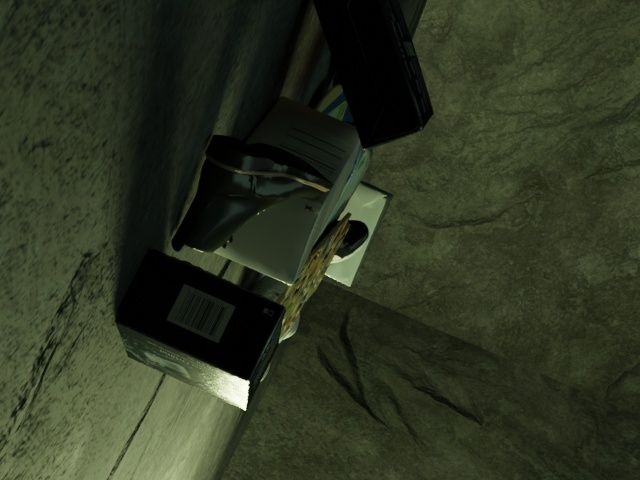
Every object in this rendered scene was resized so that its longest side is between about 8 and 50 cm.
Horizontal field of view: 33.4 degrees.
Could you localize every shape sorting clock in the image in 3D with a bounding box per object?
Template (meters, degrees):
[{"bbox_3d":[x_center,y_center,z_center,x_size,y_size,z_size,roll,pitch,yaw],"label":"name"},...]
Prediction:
[{"bbox_3d":[-0.010,-0.192,1.941,0.206,0.040,0.206,-54,166,-21],"label":"shape sorting clock"}]

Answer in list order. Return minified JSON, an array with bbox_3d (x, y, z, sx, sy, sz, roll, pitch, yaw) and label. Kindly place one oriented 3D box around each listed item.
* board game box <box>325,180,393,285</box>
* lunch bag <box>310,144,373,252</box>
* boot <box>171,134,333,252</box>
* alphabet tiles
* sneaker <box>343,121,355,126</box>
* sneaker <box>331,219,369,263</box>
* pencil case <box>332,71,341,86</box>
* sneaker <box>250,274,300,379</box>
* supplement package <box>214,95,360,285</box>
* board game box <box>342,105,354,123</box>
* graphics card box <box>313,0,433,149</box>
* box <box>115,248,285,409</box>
[{"bbox_3d":[0.083,-0.024,2.516,0.303,0.097,0.224,-18,132,-83],"label":"board game box"},{"bbox_3d":[-0.016,-0.071,1.846,0.279,0.107,0.224,-59,174,5],"label":"lunch bag"},{"bbox_3d":[-0.083,-0.042,1.255,0.197,0.077,0.137,12,110,-47],"label":"boot"},{"bbox_3d":[-0.047,0.102,1.882,0.342,0.011,0.285,-47,167,-54],"label":"alphabet tiles"},{"bbox_3d":[-0.001,-0.117,2.202,0.281,0.106,0.162,-52,173,-34],"label":"sneaker"},{"bbox_3d":[0.000,0.000,2.084,0.121,0.216,0.079,109,-36,-73],"label":"sneaker"},{"bbox_3d":[0.064,-0.324,1.948,0.086,0.088,0.206,-25,166,-11],"label":"pencil case"},{"bbox_3d":[-0.105,0.143,2.065,0.305,0.114,0.152,-68,170,-52],"label":"sneaker"},{"bbox_3d":[-0.046,-0.074,1.450,0.244,0.133,0.139,-61,173,-58],"label":"supplement package"},{"bbox_3d":[0.028,-0.129,2.499,0.302,0.086,0.308,103,11,-71],"label":"board game box"},{"bbox_3d":[0.085,-0.267,1.560,0.371,0.094,0.233,-56,128,-77],"label":"graphics card box"},{"bbox_3d":[-0.129,0.101,1.166,0.158,0.155,0.093,103,11,-70],"label":"box"}]
